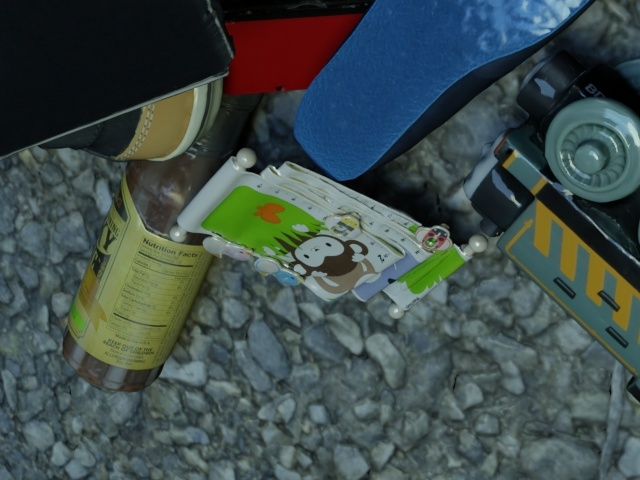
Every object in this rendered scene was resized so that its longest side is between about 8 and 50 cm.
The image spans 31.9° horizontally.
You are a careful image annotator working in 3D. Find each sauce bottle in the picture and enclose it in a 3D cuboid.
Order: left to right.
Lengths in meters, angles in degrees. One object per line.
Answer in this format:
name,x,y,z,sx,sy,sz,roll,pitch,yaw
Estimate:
sauce bottle,-0.143,-0.017,1.047,0.111,0.111,0.344,33,116,14

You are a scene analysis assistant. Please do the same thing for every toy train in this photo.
toy train,0.256,0.013,0.833,0.334,0.142,0.190,43,131,9

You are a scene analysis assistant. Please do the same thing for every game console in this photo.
game console,-0.019,-0.197,0.924,0.144,0.085,0.124,-6,77,-11

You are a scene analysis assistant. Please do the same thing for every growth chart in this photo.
growth chart,0.000,0.000,0.953,0.237,0.021,0.172,21,143,-11

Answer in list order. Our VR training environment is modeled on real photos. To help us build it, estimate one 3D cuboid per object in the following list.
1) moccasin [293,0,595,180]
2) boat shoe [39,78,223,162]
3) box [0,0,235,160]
moccasin,0.107,-0.181,0.850,0.342,0.117,0.138,-34,90,36
boat shoe,-0.285,-0.236,0.970,0.500,0.156,0.187,44,130,29
box,-0.369,-0.286,0.751,0.479,0.297,0.472,-21,63,1
